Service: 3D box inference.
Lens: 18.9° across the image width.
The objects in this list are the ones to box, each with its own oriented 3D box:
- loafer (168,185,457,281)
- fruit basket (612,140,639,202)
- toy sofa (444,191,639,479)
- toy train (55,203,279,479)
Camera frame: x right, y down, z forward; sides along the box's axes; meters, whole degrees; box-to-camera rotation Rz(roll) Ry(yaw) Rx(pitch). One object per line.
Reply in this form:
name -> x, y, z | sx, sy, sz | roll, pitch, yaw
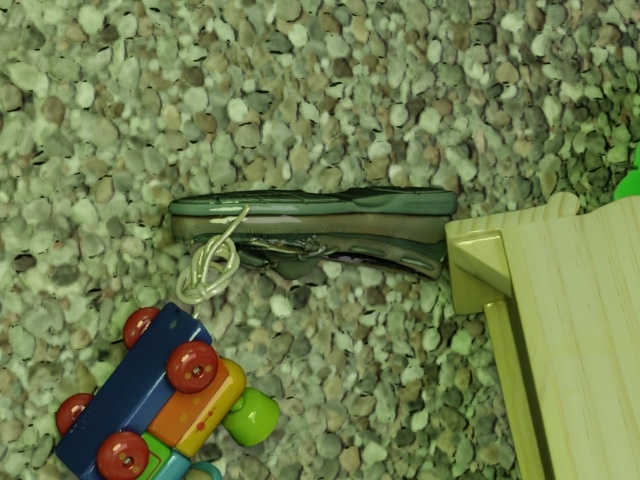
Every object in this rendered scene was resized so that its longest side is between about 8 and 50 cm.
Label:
loafer -> 0.000, 0.000, 1.602 | 0.267, 0.096, 0.084 | -3, 97, -30
fruit basket -> 0.464, -0.004, 1.750 | 0.392, 0.392, 0.283 | 34, 75, -24
toy sofa -> 0.217, 0.149, 1.566 | 0.177, 0.150, 0.362 | -11, 59, 1
toy train -> -0.084, 0.109, 1.536 | 0.143, 0.105, 0.248 | 41, 84, -34
